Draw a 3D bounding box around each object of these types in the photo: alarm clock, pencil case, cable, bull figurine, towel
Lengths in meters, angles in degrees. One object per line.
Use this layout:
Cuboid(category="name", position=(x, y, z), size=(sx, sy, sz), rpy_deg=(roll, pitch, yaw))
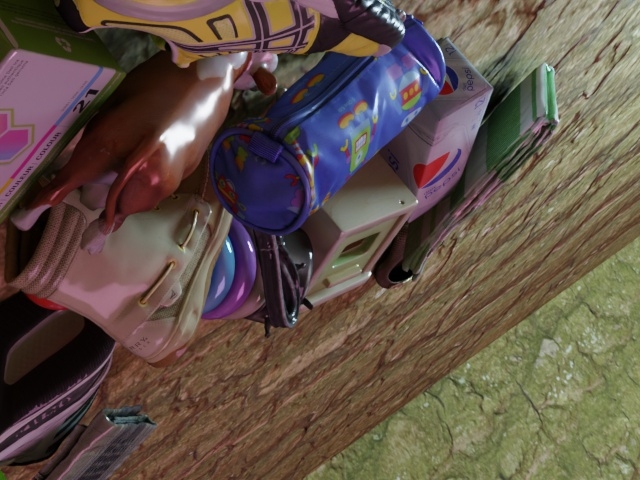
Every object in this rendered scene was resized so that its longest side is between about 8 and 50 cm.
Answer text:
Cuboid(category="alarm clock", position=(-0.065, 0.031, 1.560), size=(0.064, 0.192, 0.129), rpy_deg=(16, 113, -31))
Cuboid(category="pencil case", position=(0.016, -0.133, 1.262), size=(0.306, 0.119, 0.133), rpy_deg=(-46, 155, -39))
Cuboid(category="cable", position=(-0.043, -0.019, 1.367), size=(0.072, 0.287, 0.139), rpy_deg=(-4, -158, 11))
Cuboid(category="bull figurine", position=(-0.145, -0.100, 1.093), size=(0.188, 0.101, 0.310), rpy_deg=(-40, -172, 29))
Cuboid(category="towel", position=(0.236, -0.107, 1.827), size=(0.325, 0.038, 0.248), rpy_deg=(-51, -169, 27))
Cuboid(category="towel", position=(-0.353, 0.328, 1.572), size=(0.324, 0.056, 0.312), rpy_deg=(-45, 172, -5))

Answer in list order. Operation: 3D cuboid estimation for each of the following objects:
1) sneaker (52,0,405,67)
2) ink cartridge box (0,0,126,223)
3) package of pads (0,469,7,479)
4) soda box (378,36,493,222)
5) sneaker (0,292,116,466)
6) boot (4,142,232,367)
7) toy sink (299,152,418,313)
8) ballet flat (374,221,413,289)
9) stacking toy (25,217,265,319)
Cuboid(category="sneaker", position=(-0.069, -0.219, 1.036), size=(0.147, 0.145, 0.385), rpy_deg=(-37, 155, 27))
Cuboid(category="ink cartridge box", position=(-0.297, -0.103, 0.900), size=(0.189, 0.097, 0.255), rpy_deg=(-46, 162, 20))
Cuboid(category="package of pads", position=(-0.534, 0.380, 1.588), size=(0.229, 0.101, 0.296), rpy_deg=(-38, 161, -5))
Cuboid(category="soda box", position=(0.143, -0.140, 1.655), size=(0.091, 0.098, 0.286), rpy_deg=(-32, 161, -18))
Cuboid(category="sneaker", position=(-0.417, 0.247, 1.387), size=(0.447, 0.169, 0.257), rpy_deg=(-33, 159, -24))
Cuboid(category="boot", position=(-0.199, -0.027, 1.236), size=(0.203, 0.262, 0.095), rpy_deg=(32, 146, -31))
Cuboid(category="toy sink", position=(0.000, 0.000, 1.658), size=(0.153, 0.131, 0.234), rpy_deg=(-21, 155, -42))
Cuboid(category="ballet flat", position=(0.149, 0.032, 2.136), size=(0.084, 0.058, 0.250), rpy_deg=(-31, 160, -21))
Cuboid(category="stacking toy", position=(-0.196, 0.030, 1.371), size=(0.141, 0.141, 0.330), rpy_deg=(-48, 156, 26))
